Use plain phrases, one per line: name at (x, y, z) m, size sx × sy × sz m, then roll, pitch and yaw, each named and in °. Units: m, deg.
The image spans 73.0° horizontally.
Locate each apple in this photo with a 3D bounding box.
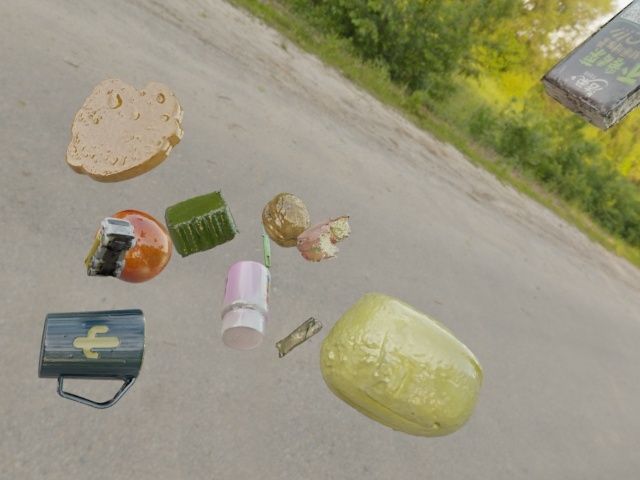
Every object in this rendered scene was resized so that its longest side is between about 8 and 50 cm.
apple at (-0.415, 0.012, 0.955) m, size 0.139 × 0.163 × 0.163 m, roll 50°, pitch 18°, yaw -49°

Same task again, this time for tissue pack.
tissue pack at (0.580, -0.343, 0.827) m, size 0.073 × 0.235 × 0.173 m, roll 33°, pitch 20°, yaw -45°

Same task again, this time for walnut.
walnut at (-0.111, -0.070, 1.390) m, size 0.155 × 0.155 × 0.184 m, roll 17°, pitch 39°, yaw -37°

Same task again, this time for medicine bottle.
medicine bottle at (-0.232, 0.199, 1.344) m, size 0.152 × 0.152 × 0.254 m, roll 27°, pitch 38°, yaw -26°

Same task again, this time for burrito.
burrito at (-0.069, 0.300, 1.349) m, size 0.051 × 0.171 × 0.042 m, roll 55°, pitch 13°, yaw 17°

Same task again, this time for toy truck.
toy truck at (-0.360, 0.014, 0.735) m, size 0.052 × 0.123 × 0.063 m, roll 9°, pitch 41°, yaw -42°

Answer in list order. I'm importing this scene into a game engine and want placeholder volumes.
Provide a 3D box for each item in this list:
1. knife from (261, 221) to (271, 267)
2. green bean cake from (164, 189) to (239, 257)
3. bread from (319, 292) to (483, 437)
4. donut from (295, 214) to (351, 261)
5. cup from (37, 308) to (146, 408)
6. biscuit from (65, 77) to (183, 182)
knife at (-0.199, 0.017, 1.659) m, size 0.054 × 0.015 × 0.212 m, roll 16°, pitch 47°, yaw -30°
green bean cake at (-0.467, -0.068, 1.686) m, size 0.247 × 0.156 × 0.250 m, roll -22°, pitch 28°, yaw -14°
bread at (0.157, 0.261, 0.883) m, size 0.320 × 0.237 × 0.320 m, roll 28°, pitch -11°, yaw 6°
donut at (0.000, 0.000, 0.988) m, size 0.166 × 0.117 × 0.065 m, roll -40°, pitch 111°, yaw -54°
cup at (-0.406, 0.206, 0.766) m, size 0.155 × 0.131 × 0.176 m, roll 10°, pitch 68°, yaw -33°
biscuit at (-0.537, -0.314, 1.203) m, size 0.312 × 0.057 × 0.351 m, roll -9°, pitch 64°, yaw 0°
